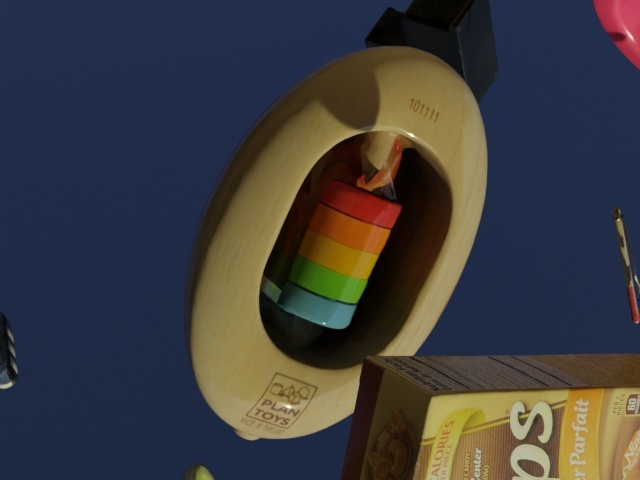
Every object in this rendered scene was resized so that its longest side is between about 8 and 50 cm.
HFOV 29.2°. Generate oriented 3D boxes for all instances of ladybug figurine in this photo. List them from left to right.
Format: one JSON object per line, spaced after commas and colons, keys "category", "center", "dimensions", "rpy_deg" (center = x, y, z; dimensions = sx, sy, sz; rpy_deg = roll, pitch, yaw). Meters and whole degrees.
{"category": "ladybug figurine", "center": [0.000, 0.000, 1.302], "dimensions": [0.449, 0.305, 0.162], "rpy_deg": [-62, -148, 6]}

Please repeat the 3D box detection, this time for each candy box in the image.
{"category": "candy box", "center": [0.162, 0.188, 0.975], "dimensions": [0.316, 0.183, 0.087], "rpy_deg": [3, -167, -37]}

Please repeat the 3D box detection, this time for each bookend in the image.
{"category": "bookend", "center": [0.124, -0.248, 1.478], "dimensions": [0.157, 0.156, 0.072], "rpy_deg": [23, -115, 27]}

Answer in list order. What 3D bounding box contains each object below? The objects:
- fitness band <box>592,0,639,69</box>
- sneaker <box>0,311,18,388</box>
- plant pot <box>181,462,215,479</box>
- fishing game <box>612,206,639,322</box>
{"category": "fitness band", "center": [0.326, -0.181, 1.001], "dimensions": [0.209, 0.291, 0.054], "rpy_deg": [39, -96, 6]}
{"category": "sneaker", "center": [-0.331, 0.076, 1.004], "dimensions": [0.132, 0.228, 0.086], "rpy_deg": [-10, -118, -8]}
{"category": "plant pot", "center": [-0.178, 0.334, 0.915], "dimensions": [0.254, 0.276, 0.276], "rpy_deg": [-16, -118, 0]}
{"category": "fishing game", "center": [0.372, 0.051, 1.191], "dimensions": [0.041, 0.189, 0.264], "rpy_deg": [-21, -160, -13]}
